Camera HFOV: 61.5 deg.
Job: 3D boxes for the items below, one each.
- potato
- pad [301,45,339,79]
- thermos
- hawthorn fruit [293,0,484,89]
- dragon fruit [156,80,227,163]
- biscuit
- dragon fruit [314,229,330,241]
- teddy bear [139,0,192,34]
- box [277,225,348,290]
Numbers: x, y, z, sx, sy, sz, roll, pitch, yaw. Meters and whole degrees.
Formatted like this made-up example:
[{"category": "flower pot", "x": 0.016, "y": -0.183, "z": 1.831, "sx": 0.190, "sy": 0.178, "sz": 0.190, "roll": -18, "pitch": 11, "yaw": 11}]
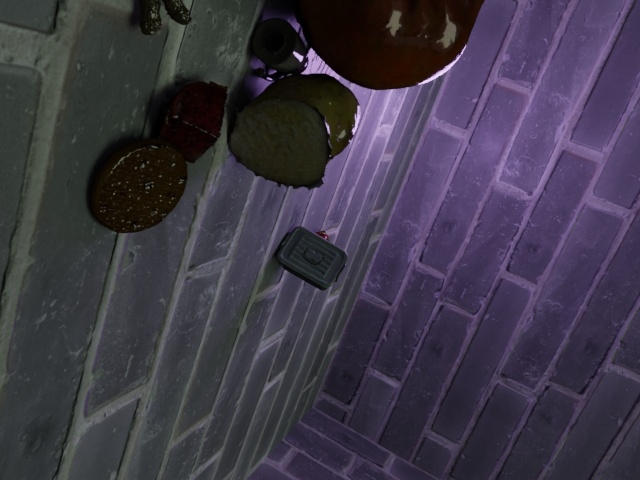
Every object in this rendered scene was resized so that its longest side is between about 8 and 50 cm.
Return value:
[{"category": "potato", "x": -0.051, "y": -0.306, "z": 1.349, "sx": 0.301, "sy": 0.288, "sz": 0.237, "roll": 109, "pitch": 0, "yaw": -53}, {"category": "pad", "x": 0.002, "y": -0.507, "z": 1.617, "sx": 0.287, "sy": 0.018, "sz": 0.284, "roll": -66, "pitch": 163, "yaw": -1}, {"category": "thermos", "x": -0.095, "y": -0.442, "z": 1.298, "sx": 0.137, "sy": 0.105, "sz": 0.193, "roll": -42, "pitch": 175, "yaw": 12}, {"category": "hawthorn fruit", "x": 0.134, "y": -0.572, "z": 1.261, "sx": 0.472, "sy": 0.471, "sz": 0.472, "roll": -55, "pitch": 161, "yaw": -30}, {"category": "dragon fruit", "x": -0.263, "y": -0.253, "z": 1.086, "sx": 0.127, "sy": 0.120, "sz": 0.161, "roll": 30, "pitch": 54, "yaw": -34}, {"category": "biscuit", "x": -0.348, "y": -0.103, "z": 1.041, "sx": 0.212, "sy": 0.036, "sz": 0.212, "roll": -39, "pitch": 151, "yaw": -28}, {"category": "dragon fruit", "x": 0.000, "y": 0.002, "z": 2.217, "sx": 0.116, "sy": 0.081, "sz": 0.086, "roll": 0, "pitch": 104, "yaw": -71}, {"category": "teddy bear", "x": -0.262, "y": -0.418, "z": 0.851, "sx": 0.119, "sy": 0.078, "sz": 0.160, "roll": -21, "pitch": 155, "yaw": -15}, {"category": "box", "x": -0.033, "y": 0.075, "z": 1.978, "sx": 0.163, "sy": 0.243, "sz": 0.135, "roll": -59, "pitch": 175, "yaw": -20}]
